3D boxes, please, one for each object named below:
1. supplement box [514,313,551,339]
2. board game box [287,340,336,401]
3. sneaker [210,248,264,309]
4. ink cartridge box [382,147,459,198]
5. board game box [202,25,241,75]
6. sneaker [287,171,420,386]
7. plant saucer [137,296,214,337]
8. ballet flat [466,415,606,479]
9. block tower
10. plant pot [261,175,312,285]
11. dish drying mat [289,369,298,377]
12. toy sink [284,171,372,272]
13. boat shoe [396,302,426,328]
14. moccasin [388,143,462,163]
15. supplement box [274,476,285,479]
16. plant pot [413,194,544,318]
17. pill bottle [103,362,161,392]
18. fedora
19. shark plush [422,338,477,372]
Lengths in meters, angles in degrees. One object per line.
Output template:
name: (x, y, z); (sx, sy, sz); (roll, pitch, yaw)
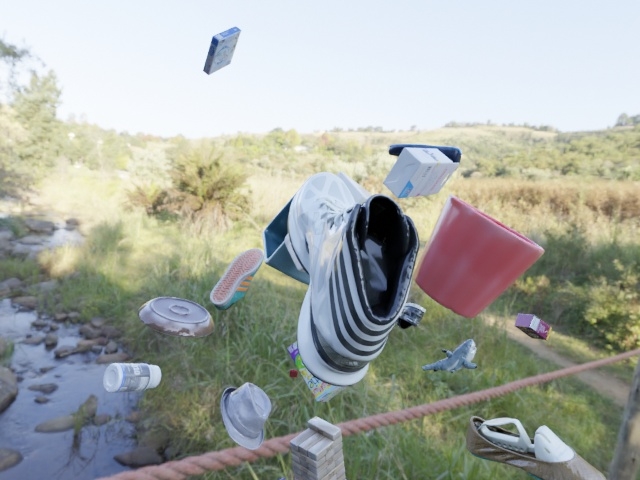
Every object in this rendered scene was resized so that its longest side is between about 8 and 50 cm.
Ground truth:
supplement box: (0.618, 0.251, 1.206); (0.083, 0.043, 0.055); (33, -17, -17)
board game box: (-0.009, 0.581, 1.915); (0.275, 0.144, 0.142); (54, 5, 28)
sneaker: (-0.347, 0.166, 1.764); (0.108, 0.302, 0.121); (31, -24, 17)
ink cartridge box: (0.248, -0.165, 1.012); (0.181, 0.104, 0.062); (-10, 51, -44)
board game box: (-0.220, -0.425, 0.929); (0.020, 0.090, 0.090); (36, 45, -2)
sneaker: (0.064, -0.016, 0.701); (0.169, 0.258, 0.448); (12, 45, -19)
plant saucer: (-0.580, 0.303, 1.698); (0.310, 0.050, 0.310); (19, 10, -3)
ballet flat: (0.536, 0.534, 1.080); (0.116, 0.124, 0.342); (-11, 3, -39)
block tower: (0.004, 0.609, 0.998); (0.090, 0.336, 0.097); (4, 14, 44)
plant pot: (0.000, 0.000, 1.261); (0.252, 0.248, 0.247); (37, 12, -21)
dish drying mat: (-0.103, 0.512, 1.595); (0.032, 0.008, 0.083); (11, -33, 0)
toy sink: (0.045, -0.022, 1.028); (0.131, 0.234, 0.153); (32, 15, -34)
boat shoe: (0.293, 0.281, 1.504); (0.084, 0.079, 0.233); (24, -19, -10)
moccasin: (0.470, -0.384, 1.920); (0.341, 0.117, 0.137); (13, 14, 33)
supplement box: (-0.171, 0.985, 1.298); (0.195, 0.357, 0.194); (-28, -22, 11)
plant pot: (0.389, 0.050, 1.088); (0.274, 0.243, 0.275); (27, 16, -9)
pill bottle: (-0.530, 0.388, 1.176); (0.078, 0.078, 0.137); (11, -8, 35)
fedora: (-0.285, 0.690, 1.696); (0.243, 0.124, 0.275); (44, 7, -24)
shark plush: (0.373, 0.340, 1.202); (0.161, 0.067, 0.073); (-20, 6, 16)
